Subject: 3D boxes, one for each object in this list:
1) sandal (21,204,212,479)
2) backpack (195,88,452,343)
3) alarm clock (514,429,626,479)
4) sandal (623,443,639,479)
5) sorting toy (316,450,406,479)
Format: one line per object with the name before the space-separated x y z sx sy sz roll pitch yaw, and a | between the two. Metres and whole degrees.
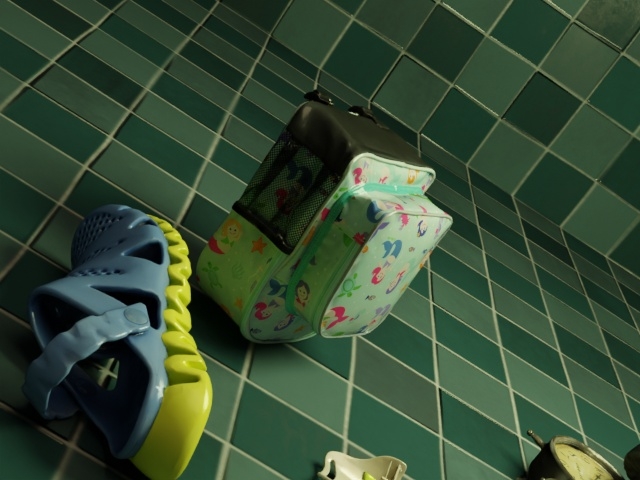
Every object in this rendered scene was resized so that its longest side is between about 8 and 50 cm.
sandal | -0.185 0.062 0.997 0.138 0.126 0.317 20 23 -27
backpack | 0.000 0.000 1.245 0.191 0.253 0.225 49 20 22
alarm clock | 0.318 0.300 1.351 0.192 0.064 0.129 30 20 -9
sandal | 0.514 0.314 1.218 0.445 0.107 0.168 21 -36 53
sorting toy | 0.034 0.226 1.093 0.075 0.045 0.083 29 19 4
